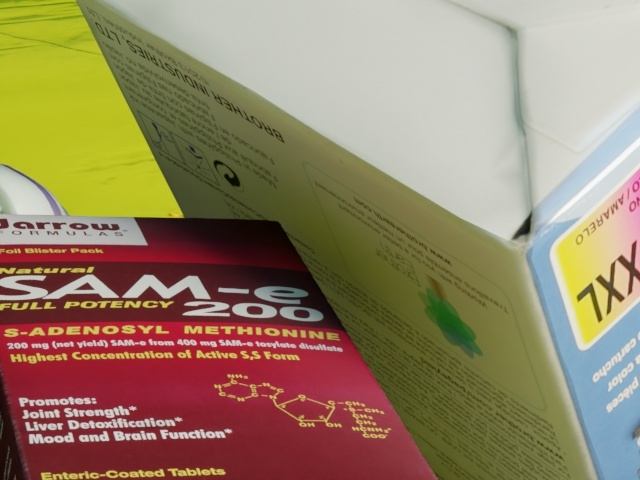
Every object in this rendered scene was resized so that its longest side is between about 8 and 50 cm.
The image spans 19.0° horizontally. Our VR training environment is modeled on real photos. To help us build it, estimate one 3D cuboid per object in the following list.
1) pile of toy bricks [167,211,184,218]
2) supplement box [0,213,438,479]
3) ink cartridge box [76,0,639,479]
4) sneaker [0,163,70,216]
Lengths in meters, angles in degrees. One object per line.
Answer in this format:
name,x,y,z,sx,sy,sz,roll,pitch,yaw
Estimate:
pile of toy bricks,0.000,0.000,1.114,0.212,0.105,0.118,7,25,-4
supplement box,-0.048,0.069,0.640,0.130,0.073,0.239,1,23,-18
ink cartridge box,0.081,0.032,0.838,0.151,0.395,0.270,-40,47,-18
sneaker,-0.126,0.029,0.885,0.161,0.102,0.282,2,-12,-26
